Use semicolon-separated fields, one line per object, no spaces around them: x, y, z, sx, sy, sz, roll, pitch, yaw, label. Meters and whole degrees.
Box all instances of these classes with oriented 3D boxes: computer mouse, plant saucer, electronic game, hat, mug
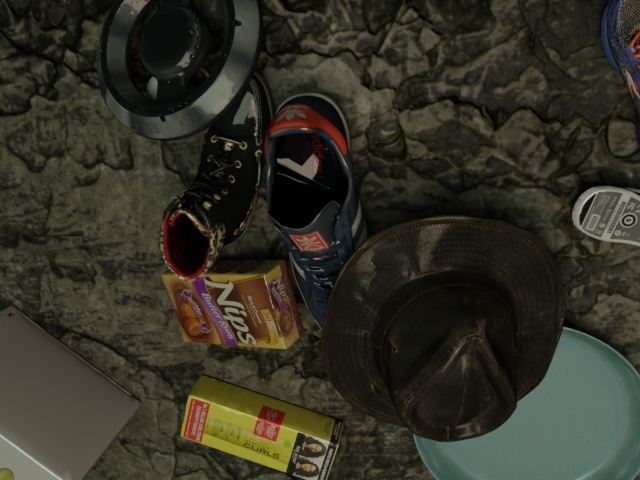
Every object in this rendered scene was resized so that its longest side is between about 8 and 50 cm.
0.395;-0.026;0.752;0.192;0.042;0.106;16;117;-1;computer mouse
0.288;0.249;0.873;0.317;0.044;0.318;4;110;10;plant saucer
-0.170;-0.230;0.739;0.229;0.048;0.230;-3;82;22;electronic game
0.150;0.139;0.735;0.331;0.134;0.332;0;118;1;hat
-0.182;-0.186;0.803;0.064;0.078;0.062;42;145;3;mug

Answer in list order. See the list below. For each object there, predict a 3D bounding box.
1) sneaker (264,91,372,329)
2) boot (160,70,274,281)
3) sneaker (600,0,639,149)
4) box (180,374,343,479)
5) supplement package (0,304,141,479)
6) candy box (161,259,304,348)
0.000;0.000;0.779;0.131;0.148;0.350;-12;108;15;sneaker
-0.121;-0.081;0.755;0.085;0.179;0.237;13;113;5;boot
0.372;-0.172;0.676;0.083;0.087;0.221;-25;104;18;sneaker
-0.088;0.285;0.951;0.232;0.058;0.087;19;113;4;box
-0.445;0.262;0.933;0.261;0.204;0.145;38;112;-4;supplement package
-0.121;0.084;0.855;0.186;0.053;0.109;-3;111;32;candy box
